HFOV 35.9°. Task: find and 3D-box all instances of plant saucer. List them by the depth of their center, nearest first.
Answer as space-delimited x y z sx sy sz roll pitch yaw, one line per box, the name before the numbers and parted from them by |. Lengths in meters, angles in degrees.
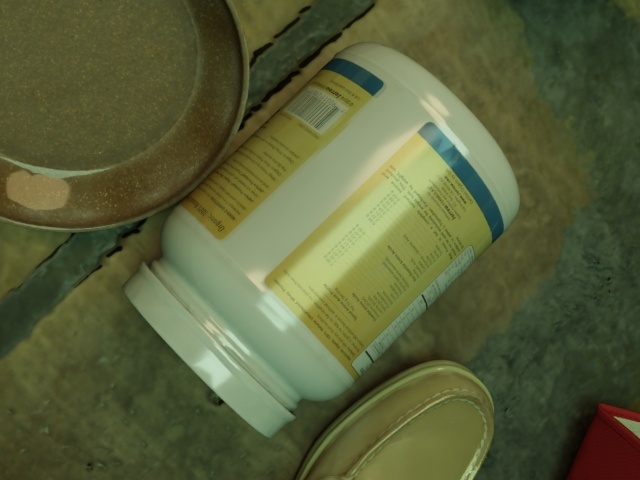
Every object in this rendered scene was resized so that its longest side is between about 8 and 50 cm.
plant saucer | -0.139 -0.095 0.541 0.198 0.036 0.199 -5 126 -8

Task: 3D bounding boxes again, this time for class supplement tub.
supplement tub | 0.000 0.000 0.570 0.199 0.144 0.144 -44 108 -6

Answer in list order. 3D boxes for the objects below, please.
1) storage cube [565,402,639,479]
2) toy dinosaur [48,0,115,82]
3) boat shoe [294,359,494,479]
storage cube | 0.269 0.250 0.661 0.183 0.215 0.193 16 101 -19
toy dinosaur | -0.124 -0.198 0.548 0.112 0.064 0.211 5 116 -24
boat shoe | 0.014 0.209 0.632 0.302 0.098 0.109 -46 108 -5
